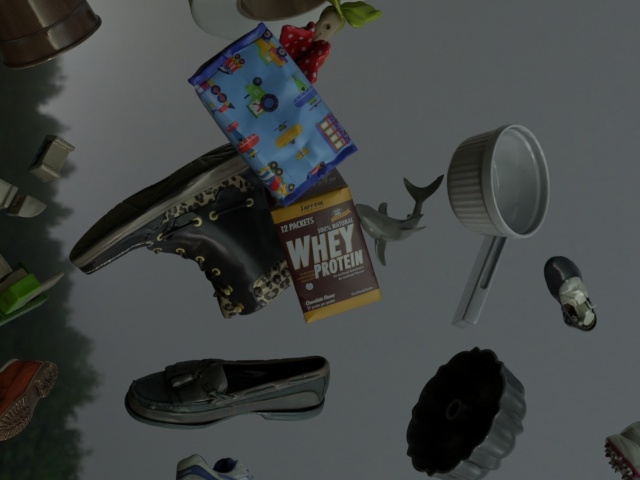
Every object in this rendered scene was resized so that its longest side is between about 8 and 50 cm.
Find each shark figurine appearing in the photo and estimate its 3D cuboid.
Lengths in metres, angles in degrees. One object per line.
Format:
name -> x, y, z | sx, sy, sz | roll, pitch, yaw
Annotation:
shark figurine -> 0.203, -0.046, 2.137 | 0.116, 0.278, 0.166 | -8, -77, 42

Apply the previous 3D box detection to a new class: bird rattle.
bird rattle -> -0.009, -0.344, 1.661 | 0.253, 0.143, 0.207 | -63, -171, -26

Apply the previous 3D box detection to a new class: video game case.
video game case -> 0.374, 0.052, 2.106 | 0.329, 0.036, 0.300 | 63, 49, -82

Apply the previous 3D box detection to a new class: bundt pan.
bundt pan -> 0.354, 0.420, 2.181 | 0.331, 0.124, 0.331 | -47, -157, 27

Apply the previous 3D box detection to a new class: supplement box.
supplement box -> 0.000, 0.000, 1.534 | 0.191, 0.129, 0.194 | -113, -174, -73

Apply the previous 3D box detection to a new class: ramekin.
ramekin -> 0.320, -0.103, 1.705 | 0.109, 0.207, 0.207 | -4, -96, 43

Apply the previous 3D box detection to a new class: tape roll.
tape roll -> -0.072, -0.511, 1.824 | 0.392, 0.392, 0.072 | 140, -62, -64

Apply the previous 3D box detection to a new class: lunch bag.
lunch bag -> -0.092, -0.189, 1.412 | 0.221, 0.138, 0.293 | 52, -5, -13

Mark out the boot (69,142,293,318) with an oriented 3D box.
boot -> -0.227, 0.023, 1.695 | 0.284, 0.377, 0.138 | 60, -9, -23

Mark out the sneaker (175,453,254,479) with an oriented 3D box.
sneaker -> -0.130, 0.439, 1.610 | 0.112, 0.296, 0.131 | -24, -122, 27

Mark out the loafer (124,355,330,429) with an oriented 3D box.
loafer -> -0.115, 0.181, 1.208 | 0.096, 0.267, 0.084 | -116, -145, -48

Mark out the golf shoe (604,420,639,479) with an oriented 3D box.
golf shoe -> 0.648, 0.438, 1.654 | 0.306, 0.140, 0.115 | 51, -13, 32

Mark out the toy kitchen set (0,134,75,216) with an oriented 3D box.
toy kitchen set -> -0.576, -0.150, 1.659 | 0.122, 0.207, 0.166 | 5, -113, 52

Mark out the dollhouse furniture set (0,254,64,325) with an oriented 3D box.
dollhouse furniture set -> -0.671, 0.003, 1.890 | 0.301, 0.151, 0.197 | 53, -47, 0

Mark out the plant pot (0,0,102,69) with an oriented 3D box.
plant pot -> -0.442, -0.372, 1.410 | 0.165, 0.167, 0.167 | 67, -6, -32

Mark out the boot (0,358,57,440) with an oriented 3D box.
boot -> -0.494, 0.249, 1.485 | 0.158, 0.085, 0.059 | -63, 162, -50

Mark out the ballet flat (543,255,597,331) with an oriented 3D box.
ballet flat -> 0.474, 0.106, 1.742 | 0.203, 0.074, 0.074 | 57, 8, -43
